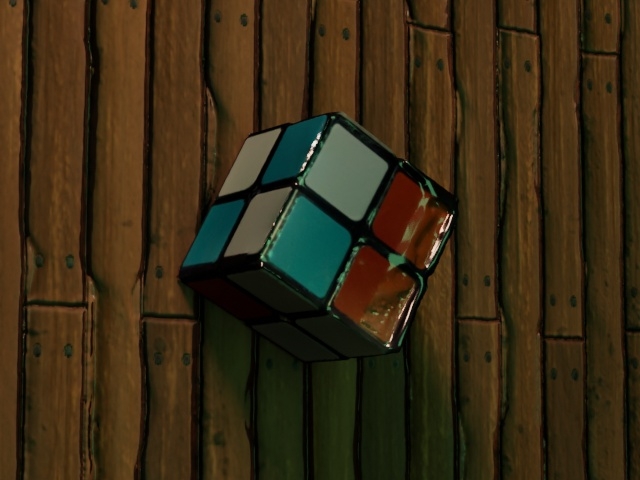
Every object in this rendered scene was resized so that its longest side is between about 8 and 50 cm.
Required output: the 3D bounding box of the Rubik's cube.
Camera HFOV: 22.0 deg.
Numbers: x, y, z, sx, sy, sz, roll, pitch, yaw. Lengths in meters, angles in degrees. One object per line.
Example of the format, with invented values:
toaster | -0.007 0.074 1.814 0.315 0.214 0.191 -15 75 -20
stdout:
Rubik's cube | -0.001 0.000 1.598 0.180 0.167 0.183 33 67 -25
